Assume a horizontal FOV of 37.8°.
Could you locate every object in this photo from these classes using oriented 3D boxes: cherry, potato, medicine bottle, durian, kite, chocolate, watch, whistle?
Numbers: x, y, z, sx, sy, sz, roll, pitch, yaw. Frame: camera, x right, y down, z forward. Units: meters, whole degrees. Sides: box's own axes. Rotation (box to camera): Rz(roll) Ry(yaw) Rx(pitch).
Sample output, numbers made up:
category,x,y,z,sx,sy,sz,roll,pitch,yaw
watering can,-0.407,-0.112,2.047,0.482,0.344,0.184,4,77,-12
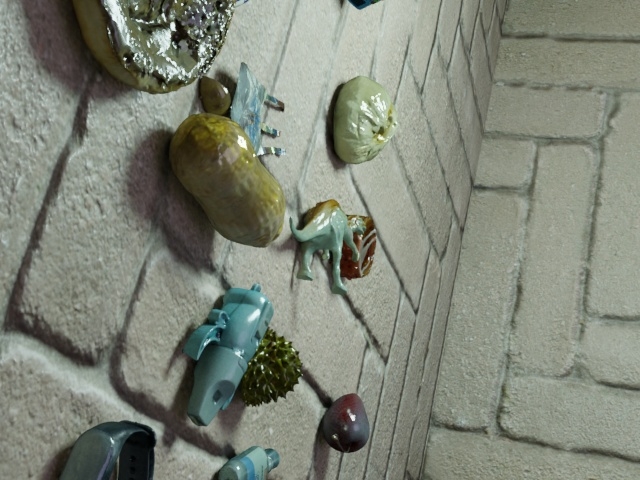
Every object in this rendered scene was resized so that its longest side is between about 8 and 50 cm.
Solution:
category,x,y,z,sx,sy,sz,roll,pitch,yaw
cherry,0.056,0.419,2.199,0.148,0.115,0.188,-55,145,-20
potato,-0.163,-0.220,1.489,0.093,0.036,0.037,64,33,-58
medicine bottle,-0.132,0.434,1.748,0.208,0.054,0.090,-7,101,-71
durian,-0.086,0.234,1.700,0.119,0.108,0.186,-86,177,-67
kite,-0.103,-0.220,1.654,0.310,0.015,0.169,-22,117,-75
chocolate,-0.141,-0.090,1.461,0.309,0.134,0.134,57,43,-55
watch,-0.288,0.340,1.260,0.193,0.068,0.206,64,40,-62
whistle,-0.154,0.184,1.565,0.186,0.093,0.273,75,32,-49

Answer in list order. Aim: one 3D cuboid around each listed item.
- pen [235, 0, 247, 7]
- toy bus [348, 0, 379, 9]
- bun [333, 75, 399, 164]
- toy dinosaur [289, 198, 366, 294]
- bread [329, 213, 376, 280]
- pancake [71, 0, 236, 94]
category,x,y,z,sx,sy,sz,roll,pitch,yaw
pen,-0.149,-0.381,1.501,0.204,0.025,0.025,-51,142,-58
toy bus,0.110,-0.606,2.050,0.090,0.106,0.184,39,54,-31
bun,0.110,-0.269,2.120,0.222,0.128,0.222,6,90,-74
toy dinosaur,0.000,0.000,1.945,0.393,0.092,0.205,26,66,-57
bread,0.078,0.014,2.198,0.160,0.073,0.160,9,90,-73
pancake,-0.212,-0.378,1.231,0.387,0.082,0.386,8,90,-67
